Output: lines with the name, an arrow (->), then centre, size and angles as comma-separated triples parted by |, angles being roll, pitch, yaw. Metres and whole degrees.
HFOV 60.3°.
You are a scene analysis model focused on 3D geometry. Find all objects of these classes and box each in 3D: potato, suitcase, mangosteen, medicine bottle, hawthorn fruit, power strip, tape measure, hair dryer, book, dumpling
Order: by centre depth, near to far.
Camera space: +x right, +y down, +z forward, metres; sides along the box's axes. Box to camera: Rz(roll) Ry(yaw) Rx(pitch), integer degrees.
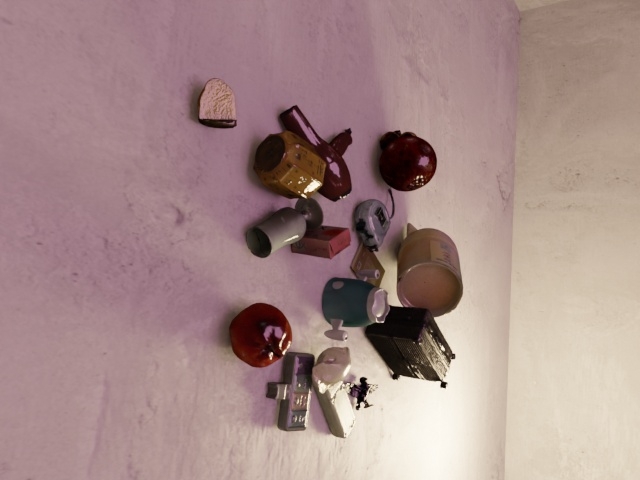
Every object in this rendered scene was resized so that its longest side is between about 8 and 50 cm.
potato -> -0.246, -0.322, 1.296 | 0.096, 0.066, 0.103 | 5, 90, -31
hawthorn fruit -> -0.137, 0.240, 1.350 | 0.157, 0.194, 0.157 | -7, 106, -24
power strip -> -0.090, 0.420, 1.544 | 0.145, 0.061, 0.216 | 19, 73, -47
dumpling -> 0.034, 0.386, 1.619 | 0.169, 0.099, 0.134 | -47, 148, -74
hair dryer -> 0.021, -0.314, 1.695 | 0.313, 0.123, 0.340 | 59, 33, -23
power strip -> 0.040, 0.489, 1.732 | 0.093, 0.053, 0.288 | -44, 124, -45
book -> 0.171, 0.103, 1.961 | 0.199, 0.016, 0.138 | 56, 46, -39
tape measure -> 0.219, -0.121, 1.969 | 0.164, 0.084, 0.330 | 59, 43, -33
suitcase -> 0.329, 0.383, 2.002 | 0.335, 0.229, 0.152 | 55, 47, -40
mangosteen -> 0.308, -0.306, 2.026 | 0.215, 0.215, 0.257 | 22, 41, -54
medicine bottle -> 0.409, 0.088, 2.090 | 0.406, 0.235, 0.236 | -72, 148, -62

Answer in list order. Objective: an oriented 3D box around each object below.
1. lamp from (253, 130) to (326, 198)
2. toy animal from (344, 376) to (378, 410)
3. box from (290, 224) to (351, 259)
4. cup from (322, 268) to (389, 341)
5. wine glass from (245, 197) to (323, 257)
lamp -> -0.081, -0.197, 1.471 | 0.185, 0.161, 0.161 | 29, 66, -52
toy animal -> 0.143, 0.525, 1.892 | 0.220, 0.062, 0.108 | 17, 58, -54
box -> 0.000, 0.000, 1.586 | 0.111, 0.156, 0.060 | -32, 123, -50
cup -> 0.120, 0.200, 1.746 | 0.300, 0.173, 0.167 | -58, 136, -39
wine glass -> -0.096, -0.036, 1.491 | 0.231, 0.103, 0.103 | -33, 117, -47
